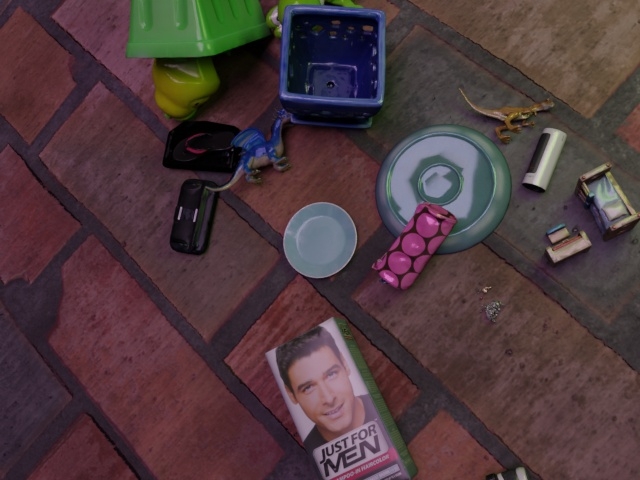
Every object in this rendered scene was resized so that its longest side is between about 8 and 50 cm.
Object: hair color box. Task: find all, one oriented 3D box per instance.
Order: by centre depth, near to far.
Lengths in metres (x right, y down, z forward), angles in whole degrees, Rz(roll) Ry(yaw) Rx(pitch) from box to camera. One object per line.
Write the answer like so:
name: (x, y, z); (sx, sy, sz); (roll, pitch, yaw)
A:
hair color box: (0.043, 0.380, 1.365); (0.185, 0.113, 0.374); (-30, 71, 11)

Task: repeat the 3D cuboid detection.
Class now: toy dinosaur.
toy dinosaur: (0.423, -0.286, 1.413); (0.211, 0.064, 0.112); (3, 62, 9)

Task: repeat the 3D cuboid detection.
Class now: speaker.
speaker: (0.495, -0.176, 1.361); (0.055, 0.055, 0.136); (22, 87, 21)

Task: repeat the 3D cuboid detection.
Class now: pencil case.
pencil case: (0.207, 0.009, 1.364); (0.098, 0.095, 0.209); (37, 110, 10)

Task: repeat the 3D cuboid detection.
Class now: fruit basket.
fruit basket: (-0.311, -0.478, 1.569); (0.283, 0.392, 0.392); (5, 81, 20)

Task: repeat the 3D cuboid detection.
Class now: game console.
game console: (-0.332, -0.144, 1.630); (0.213, 0.044, 0.361); (7, 80, 19)

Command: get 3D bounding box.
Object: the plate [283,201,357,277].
plate: (0.000, 0.000, 1.503); (0.188, 0.024, 0.188); (-3, 78, 16)

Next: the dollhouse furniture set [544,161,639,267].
dollhouse furniture set: (0.540, -0.049, 1.281); (0.184, 0.129, 0.129); (-28, 72, 11)

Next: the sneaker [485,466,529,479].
sneaker: (0.386, 0.579, 1.239); (0.121, 0.079, 0.217); (-19, 66, 17)

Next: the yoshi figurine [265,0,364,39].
yoshi figurine: (0.022, -0.632, 1.537); (0.362, 0.203, 0.203); (-39, 77, 10)

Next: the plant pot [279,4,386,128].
plant pot: (0.029, -0.393, 1.454); (0.236, 0.212, 0.236); (3, 80, 2)

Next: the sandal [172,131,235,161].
sandal: (-0.308, -0.252, 1.600); (0.179, 0.040, 0.067); (-11, 75, 15)

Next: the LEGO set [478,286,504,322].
LEGO set: (0.372, 0.141, 1.353); (0.054, 0.023, 0.083); (-36, 71, 8)

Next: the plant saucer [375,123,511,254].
plant saucer: (0.278, -0.127, 1.429); (0.317, 0.044, 0.317); (-3, 78, 17)

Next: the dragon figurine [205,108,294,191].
dragon figurine: (-0.170, -0.226, 1.559); (0.289, 0.085, 0.144); (-27, 72, 0)
